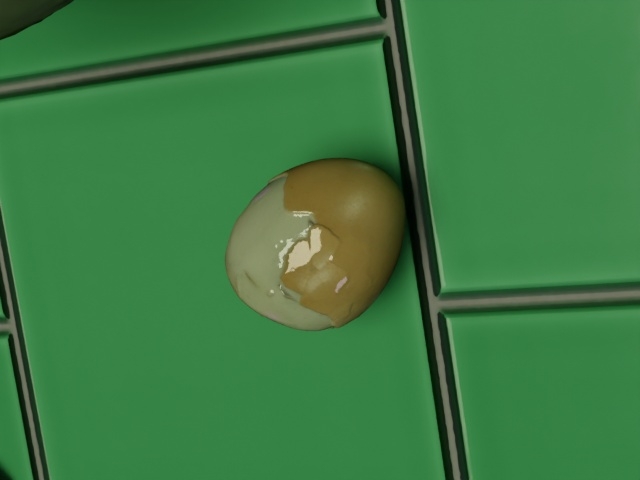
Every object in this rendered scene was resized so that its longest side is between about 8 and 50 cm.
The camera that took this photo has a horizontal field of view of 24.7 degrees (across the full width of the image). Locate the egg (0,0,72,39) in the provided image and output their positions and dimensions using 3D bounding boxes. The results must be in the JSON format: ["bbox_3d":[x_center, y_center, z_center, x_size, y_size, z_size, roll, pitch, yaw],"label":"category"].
[{"bbox_3d":[-0.202,-0.276,0.540,0.345,0.345,0.428,-22,101,31],"label":"egg"}]

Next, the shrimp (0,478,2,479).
[{"bbox_3d":[-0.238,0.137,0.816,0.154,0.062,0.294,-9,99,19],"label":"shrimp"}]

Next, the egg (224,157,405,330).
[{"bbox_3d":[0.000,0.000,0.639,0.071,0.071,0.083,44,115,15],"label":"egg"}]
